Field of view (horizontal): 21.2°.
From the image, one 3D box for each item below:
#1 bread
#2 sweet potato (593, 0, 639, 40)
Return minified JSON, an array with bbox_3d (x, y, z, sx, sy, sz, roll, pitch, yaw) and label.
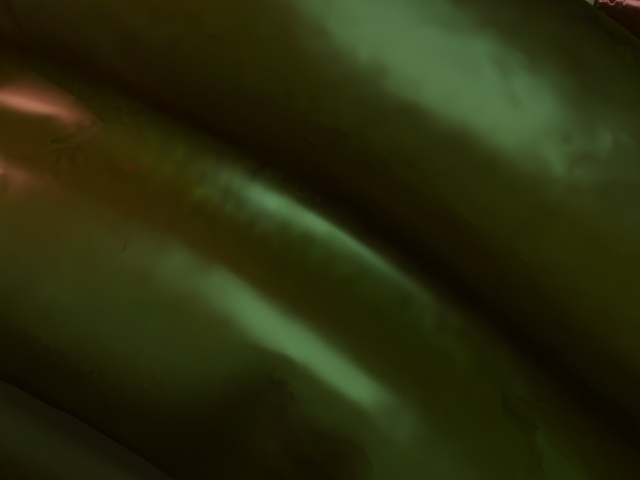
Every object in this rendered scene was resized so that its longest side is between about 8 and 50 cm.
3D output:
[{"bbox_3d":[-0.007,0.016,0.617,0.424,0.329,0.245,30,92,5],"label":"bread"},{"bbox_3d":[0.261,-0.010,0.768,0.112,0.112,0.359,-16,43,-27],"label":"sweet potato"}]
